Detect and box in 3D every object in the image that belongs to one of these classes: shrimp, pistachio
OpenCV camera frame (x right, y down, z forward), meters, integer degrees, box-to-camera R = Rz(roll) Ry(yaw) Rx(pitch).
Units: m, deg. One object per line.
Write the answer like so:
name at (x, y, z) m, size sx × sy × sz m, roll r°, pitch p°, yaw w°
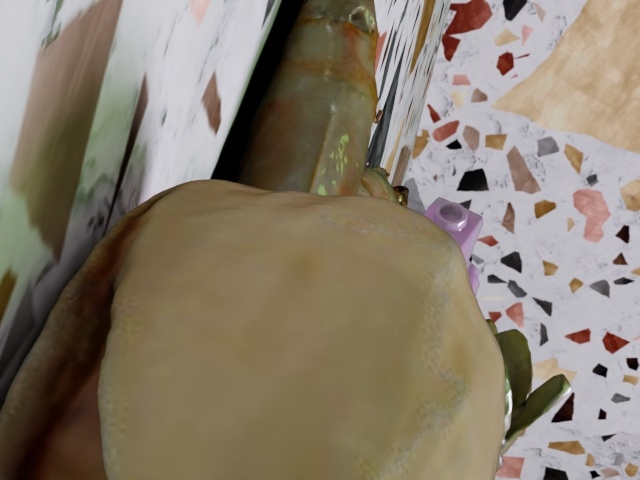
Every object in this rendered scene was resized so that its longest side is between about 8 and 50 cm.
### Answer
shrimp at (-0.018, -0.012, 0.737) m, size 0.154 × 0.062 × 0.294 m, roll 109°, pitch -2°, yaw -60°
pistachio at (-0.024, 0.064, 0.450) m, size 0.229 × 0.157 × 0.157 m, roll -54°, pitch 160°, yaw -61°
shrimp at (0.031, -0.003, 1.247) m, size 0.267 × 0.061 × 0.145 m, roll -52°, pitch 155°, yaw -71°

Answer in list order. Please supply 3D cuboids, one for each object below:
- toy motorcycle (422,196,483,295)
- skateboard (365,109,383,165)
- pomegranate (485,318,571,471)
toy motorcycle at (0.023, 0.086, 0.941) m, size 0.327 × 0.143 × 0.188 m, roll -48°, pitch 157°, yaw -37°
skateboard at (0.025, -0.075, 1.206) m, size 0.083 × 0.032 × 0.064 m, roll -71°, pitch -175°, yaw -58°
pomegranate at (0.016, 0.173, 0.711) m, size 0.236 × 0.236 × 0.301 m, roll -50°, pitch 156°, yaw -78°
